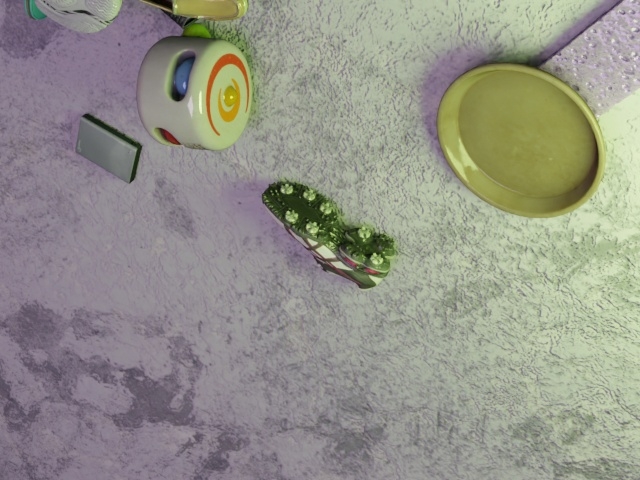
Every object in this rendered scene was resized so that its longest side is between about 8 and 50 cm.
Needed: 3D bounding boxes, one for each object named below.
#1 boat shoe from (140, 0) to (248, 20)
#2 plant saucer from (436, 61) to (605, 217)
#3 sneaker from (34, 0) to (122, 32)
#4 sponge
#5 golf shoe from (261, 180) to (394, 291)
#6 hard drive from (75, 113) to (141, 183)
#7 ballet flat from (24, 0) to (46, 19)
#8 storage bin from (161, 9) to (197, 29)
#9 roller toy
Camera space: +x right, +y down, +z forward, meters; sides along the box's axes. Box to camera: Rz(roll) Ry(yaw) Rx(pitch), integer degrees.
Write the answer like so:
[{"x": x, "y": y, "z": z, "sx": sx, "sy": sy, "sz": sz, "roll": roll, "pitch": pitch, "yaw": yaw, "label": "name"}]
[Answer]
[{"x": -0.206, "y": -0.369, "z": 1.565, "sx": 0.189, "sy": 0.072, "sz": 0.068, "roll": 13, "pitch": 127, "yaw": 22, "label": "boat shoe"}, {"x": 0.311, "y": -0.157, "z": 1.571, "sx": 0.277, "sy": 0.041, "sz": 0.278, "roll": 22, "pitch": 136, "yaw": 23, "label": "plant saucer"}, {"x": -0.324, "y": -0.479, "z": 1.581, "sx": 0.137, "sy": 0.210, "sz": 0.366, "roll": 31, "pitch": 149, "yaw": -17, "label": "sneaker"}, {"x": 0.422, "y": -0.264, "z": 1.460, "sx": 0.117, "sy": 0.031, "sz": 0.210, "roll": 47, "pitch": 132, "yaw": -5, "label": "sponge"}, {"x": 0.000, "y": 0.000, "z": 1.848, "sx": 0.272, "sy": 0.105, "sz": 0.120, "roll": 34, "pitch": 139, "yaw": 7, "label": "golf shoe"}, {"x": -0.425, "y": -0.184, "z": 2.024, "sx": 0.135, "sy": 0.022, "sz": 0.094, "roll": 30, "pitch": 132, "yaw": 10, "label": "hard drive"}, {"x": -0.498, "y": -0.517, "z": 1.806, "sx": 0.087, "sy": 0.083, "sz": 0.247, "roll": 41, "pitch": 130, "yaw": 19, "label": "ballet flat"}, {"x": -0.191, "y": -0.445, "z": 1.637, "sx": 0.084, "sy": 0.122, "sz": 0.180, "roll": 41, "pitch": 132, "yaw": 0, "label": "storage bin"}, {"x": -0.207, "y": -0.249, "z": 1.735, "sx": 0.146, "sy": 0.191, "sz": 0.209, "roll": 9, "pitch": 125, "yaw": 25, "label": "roller toy"}]
